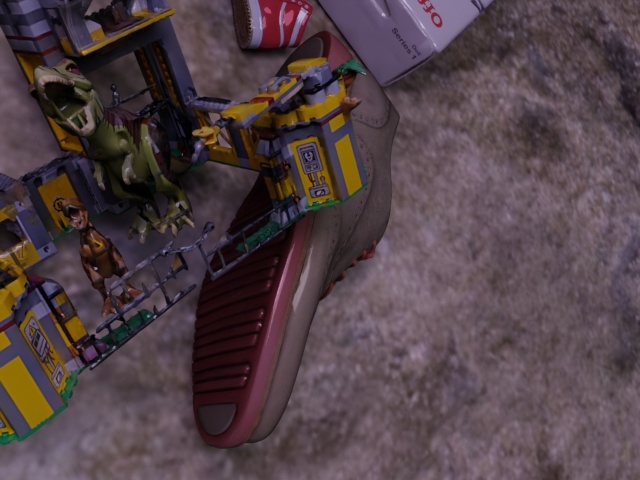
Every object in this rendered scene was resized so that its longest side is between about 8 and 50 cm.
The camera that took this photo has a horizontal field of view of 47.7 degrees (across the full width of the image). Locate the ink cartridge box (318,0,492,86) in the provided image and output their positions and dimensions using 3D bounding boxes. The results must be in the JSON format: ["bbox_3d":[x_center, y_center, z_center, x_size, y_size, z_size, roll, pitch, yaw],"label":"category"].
[{"bbox_3d":[0.097,-0.282,0.724,0.160,0.092,0.219,52,57,-11],"label":"ink cartridge box"}]

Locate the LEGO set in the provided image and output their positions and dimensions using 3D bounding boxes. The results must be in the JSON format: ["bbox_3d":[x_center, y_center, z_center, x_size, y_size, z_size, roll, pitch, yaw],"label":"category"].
[{"bbox_3d":[-0.146,-0.072,0.407,0.331,0.255,0.192,-33,124,-24],"label":"LEGO set"}]

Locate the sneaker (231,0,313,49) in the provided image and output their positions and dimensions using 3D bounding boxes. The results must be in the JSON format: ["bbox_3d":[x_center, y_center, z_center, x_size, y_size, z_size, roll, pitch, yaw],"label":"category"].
[{"bbox_3d":[-0.044,-0.227,0.647,0.067,0.042,0.119,-4,88,-30],"label":"sneaker"}]

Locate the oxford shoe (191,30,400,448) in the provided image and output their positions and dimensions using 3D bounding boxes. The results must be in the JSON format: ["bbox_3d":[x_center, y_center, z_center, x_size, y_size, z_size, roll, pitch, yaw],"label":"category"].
[{"bbox_3d":[0.000,0.000,0.573,0.130,0.123,0.348,30,64,-30],"label":"oxford shoe"}]
